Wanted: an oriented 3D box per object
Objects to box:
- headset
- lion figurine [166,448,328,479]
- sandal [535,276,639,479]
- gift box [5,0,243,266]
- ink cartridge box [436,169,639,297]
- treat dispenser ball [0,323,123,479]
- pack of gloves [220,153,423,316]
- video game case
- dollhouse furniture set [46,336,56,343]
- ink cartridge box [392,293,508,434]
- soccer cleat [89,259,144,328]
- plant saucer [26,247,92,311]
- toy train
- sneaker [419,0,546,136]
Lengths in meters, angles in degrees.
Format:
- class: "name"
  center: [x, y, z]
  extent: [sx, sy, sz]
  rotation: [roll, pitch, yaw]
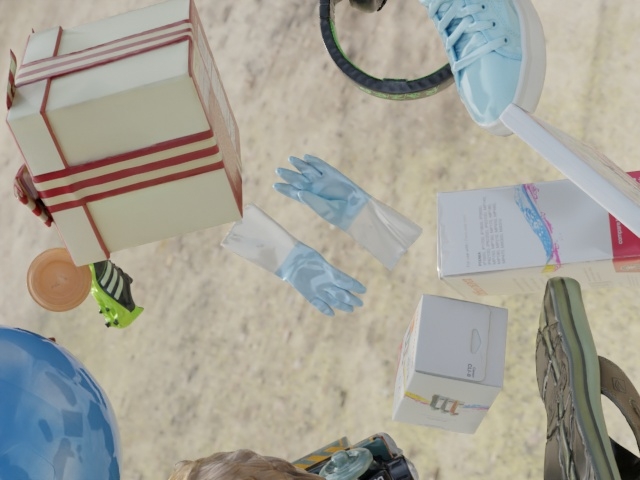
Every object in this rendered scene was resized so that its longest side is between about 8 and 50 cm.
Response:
- class: "headset"
  center: [0.131, -0.401, 1.815]
  extent: [0.185, 0.243, 0.394]
  rotation: [27, -112, -79]
- class: "lion figurine"
  center: [0.031, 0.305, 0.765]
  extent: [0.142, 0.240, 0.392]
  rotation: [-48, 39, 18]
- class: "sandal"
  center: [0.244, 0.155, 1.049]
  extent: [0.120, 0.086, 0.303]
  rotation: [101, 173, -51]
- class: "gift box"
  center: [-0.256, -0.158, 1.515]
  extent: [0.258, 0.276, 0.255]
  rotation: [-15, 31, 5]
- class: "ink cartridge box"
  center: [0.334, -0.003, 1.731]
  extent: [0.306, 0.226, 0.131]
  rotation: [-4, 78, 15]
- class: "treat dispenser ball"
  center: [-0.342, 0.225, 1.212]
  extent: [0.288, 0.288, 0.288]
  rotation: [-43, 36, 43]
- class: "pack of gloves"
  center: [0.000, 0.000, 1.762]
  extent: [0.195, 0.232, 0.046]
  rotation: [-53, 9, 16]
- class: "video game case"
  center: [0.322, -0.055, 1.312]
  extent: [0.204, 0.285, 0.025]
  rotation: [45, 107, 27]
- class: "dollhouse furniture set"
  center: [-0.562, 0.271, 1.883]
  extent: [0.201, 0.374, 0.152]
  rotation: [22, 114, 56]
- class: "ink cartridge box"
  center: [0.182, 0.177, 1.718]
  extent: [0.176, 0.127, 0.128]
  rotation: [105, 175, -58]
- class: "soccer cleat"
  center: [-0.349, 0.058, 1.964]
  extent: [0.060, 0.179, 0.072]
  rotation: [-11, 21, 44]
- class: "plant saucer"
  center: [-0.336, 0.051, 1.557]
  extent: [0.013, 0.083, 0.083]
  rotation: [164, 124, -81]
- class: "toy train"
  center: [-0.030, 0.357, 1.591]
  extent: [0.334, 0.142, 0.190]
  rotation: [-28, 11, 1]
- class: "sneaker"
  center: [0.157, -0.295, 1.445]
  extent: [0.135, 0.150, 0.366]
  rotation: [-38, 54, 48]
